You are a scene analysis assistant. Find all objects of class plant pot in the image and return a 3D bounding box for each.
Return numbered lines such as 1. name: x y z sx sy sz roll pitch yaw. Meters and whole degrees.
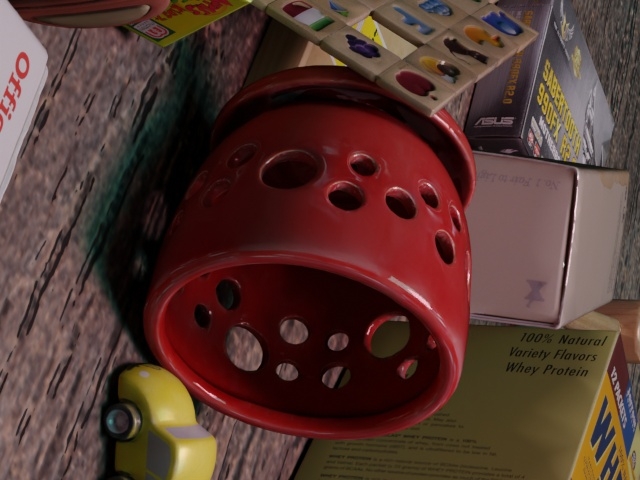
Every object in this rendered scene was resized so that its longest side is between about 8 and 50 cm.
1. plant pot: 0.000 0.000 1.182 0.191 0.191 0.174 62 29 -47

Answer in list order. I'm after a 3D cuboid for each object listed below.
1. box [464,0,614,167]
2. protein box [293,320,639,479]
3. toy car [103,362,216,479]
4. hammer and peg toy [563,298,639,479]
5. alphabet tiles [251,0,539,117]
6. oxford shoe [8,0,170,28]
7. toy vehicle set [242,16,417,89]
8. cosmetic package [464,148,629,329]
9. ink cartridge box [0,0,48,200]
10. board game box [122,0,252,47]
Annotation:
1. box: 0.205 -0.101 1.781 0.231 0.056 0.183 59 40 -50
2. protein box: 0.109 0.176 1.410 0.201 0.200 0.136 -62 145 -45
3. toy car: -0.100 0.218 1.125 0.225 0.053 0.239 -56 140 -51
4. hammer and peg toy: 0.185 0.203 1.674 0.266 0.127 0.361 38 57 -59
5. alphabet tiles: 0.032 -0.164 1.252 0.237 0.198 0.009 -38 158 -59
6. oxford shoe: -0.166 -0.232 0.858 0.397 0.140 0.146 54 37 -57
7. toy vehicle set: 0.019 -0.126 1.390 0.166 0.035 0.267 66 35 -44
8. cosmetic package: 0.127 -0.009 1.426 0.309 0.160 0.113 -4 102 -76
9. ink cartridge box: -0.208 -0.079 0.831 0.190 0.082 0.139 58 41 -53
10. board game box: -0.062 -0.210 1.127 0.043 0.092 0.181 26 64 -30
